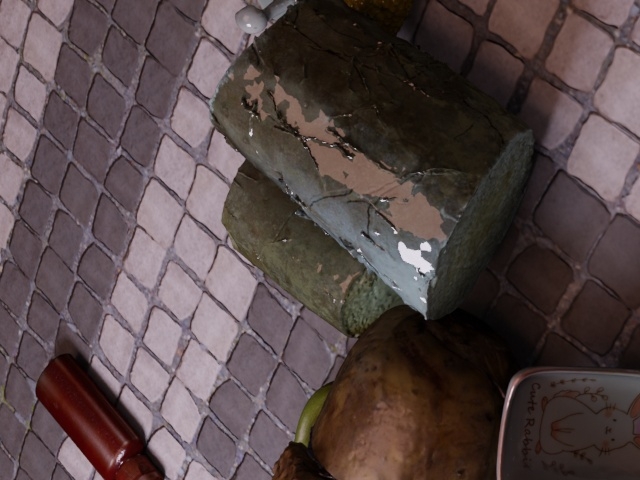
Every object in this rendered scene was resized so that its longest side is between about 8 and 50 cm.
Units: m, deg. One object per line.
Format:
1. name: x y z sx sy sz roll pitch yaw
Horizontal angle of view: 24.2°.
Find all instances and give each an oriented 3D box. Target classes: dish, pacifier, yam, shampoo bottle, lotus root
1. dish: 0.293 0.204 1.618 0.077 0.213 0.151 -119 34 -74
2. pacifier: -0.057 -0.290 1.861 0.150 0.117 0.126 42 152 24
3. yam: 0.064 -0.102 1.668 0.348 0.241 0.241 39 127 11
4. shampoo bottle: -0.344 0.298 2.326 0.260 0.064 0.102 45 124 25
5. yam: 0.000 0.000 1.854 0.268 0.161 0.161 36 124 29
6. lotus root: 0.130 0.185 1.710 0.272 0.272 0.192 34 112 33

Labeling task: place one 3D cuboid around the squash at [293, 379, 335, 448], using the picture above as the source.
1. squash: 0.020 0.265 1.928 0.123 0.123 0.186 21 115 39

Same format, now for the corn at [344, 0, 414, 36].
1. corn: 0.031 -0.228 1.808 0.091 0.091 0.260 55 127 30

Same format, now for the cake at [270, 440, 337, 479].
1. cake: 0.033 0.418 1.751 0.290 0.282 0.255 26 89 -1
